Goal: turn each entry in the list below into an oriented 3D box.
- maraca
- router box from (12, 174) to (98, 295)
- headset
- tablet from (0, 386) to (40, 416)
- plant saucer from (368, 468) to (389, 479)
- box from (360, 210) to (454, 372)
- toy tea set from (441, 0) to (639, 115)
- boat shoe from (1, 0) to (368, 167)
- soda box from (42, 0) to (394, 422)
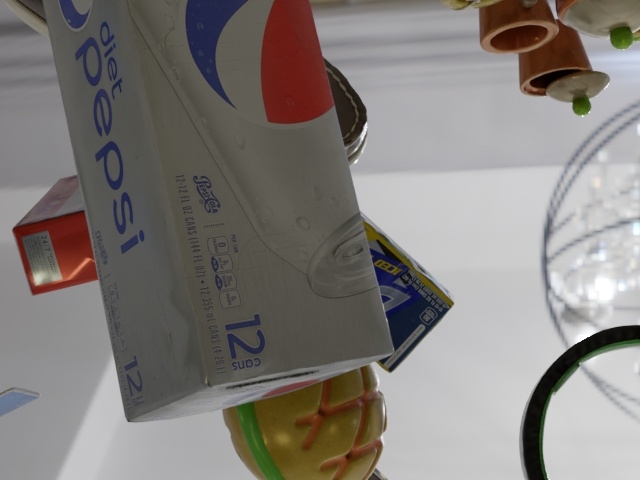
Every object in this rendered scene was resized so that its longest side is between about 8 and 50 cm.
[{"bbox_3d":[-0.020,0.096,0.898,0.099,0.186,0.127,-16,-149,31],"label":"maraca"},{"bbox_3d":[-0.184,-0.044,1.635,0.301,0.082,0.335,-14,-168,1],"label":"router box"},{"bbox_3d":[0.380,0.255,1.349,0.394,0.185,0.243,42,-95,7],"label":"headset"},{"bbox_3d":[-0.281,0.143,1.142,0.083,0.006,0.054,-27,163,8],"label":"tablet"},{"bbox_3d":[0.025,0.217,1.299,0.036,0.198,0.198,-48,-143,-3],"label":"plant saucer"},{"bbox_3d":[0.000,0.000,0.811,0.059,0.169,0.054,-48,177,6],"label":"box"},{"bbox_3d":[0.229,-0.186,1.230,0.200,0.124,0.336,-15,164,21],"label":"toy tea set"},{"bbox_3d":[-0.101,-0.157,1.023,0.324,0.097,0.116,33,-113,-3],"label":"boat shoe"},{"bbox_3d":[-0.058,-0.070,0.611,0.091,0.286,0.098,-7,168,-30],"label":"soda box"}]
